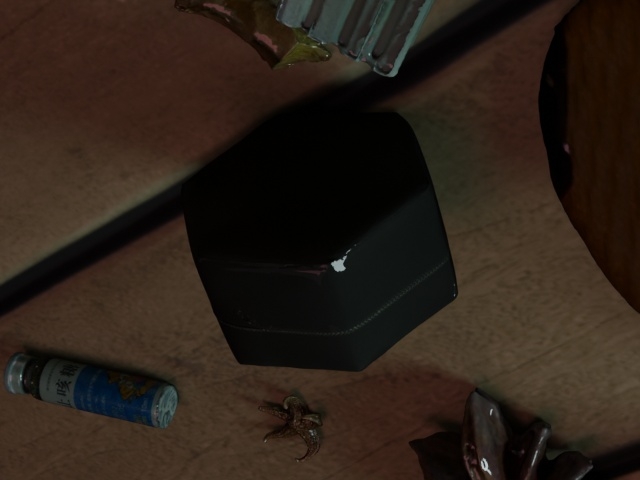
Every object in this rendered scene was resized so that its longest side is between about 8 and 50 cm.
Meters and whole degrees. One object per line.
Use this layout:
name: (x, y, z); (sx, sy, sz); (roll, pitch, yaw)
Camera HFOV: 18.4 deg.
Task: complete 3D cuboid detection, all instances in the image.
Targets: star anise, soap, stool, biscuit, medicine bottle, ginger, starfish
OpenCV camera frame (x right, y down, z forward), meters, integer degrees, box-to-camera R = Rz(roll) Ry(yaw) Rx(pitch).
star anise: (0.196, 0.247, 1.912); (0.236, 0.093, 0.229); (10, 130, 17)
soap: (0.047, -0.230, 1.530); (0.115, 0.063, 0.198); (28, 140, 1)
stool: (0.000, 0.000, 1.677); (0.232, 0.232, 0.141); (4, 131, 28)
biscuit: (0.281, -0.052, 1.489); (0.318, 0.040, 0.318); (41, 146, 35)
medicine bottle: (-0.245, 0.159, 2.110); (0.191, 0.051, 0.051); (9, 135, 22)
ginger: (-0.055, -0.182, 1.658); (0.137, 0.044, 0.057); (34, 158, -2)
starfish: (-0.028, 0.192, 2.032); (0.078, 0.028, 0.091); (47, 140, -10)
